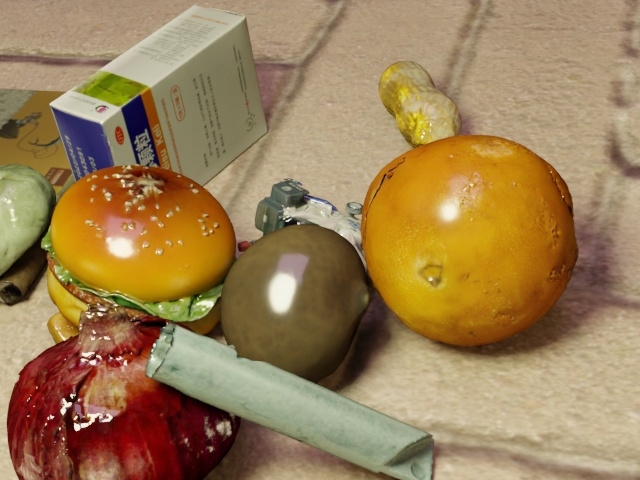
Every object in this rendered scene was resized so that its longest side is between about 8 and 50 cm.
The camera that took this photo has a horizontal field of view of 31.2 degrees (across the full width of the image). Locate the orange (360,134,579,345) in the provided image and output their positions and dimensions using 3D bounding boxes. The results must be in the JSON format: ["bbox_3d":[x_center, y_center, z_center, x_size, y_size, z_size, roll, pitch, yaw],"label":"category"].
[{"bbox_3d":[0.165,-0.002,1.274,0.240,0.240,0.240,-7,38,5],"label":"orange"}]

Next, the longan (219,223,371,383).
[{"bbox_3d":[-0.029,0.074,1.275,0.189,0.189,0.189,-7,38,5],"label":"longan"}]

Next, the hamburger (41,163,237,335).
[{"bbox_3d":[-0.206,0.005,1.364,0.246,0.170,0.246,8,30,-5],"label":"hamburger"}]

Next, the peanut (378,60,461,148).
[{"bbox_3d":[0.142,-0.190,1.634,0.087,0.087,0.206,-16,37,-6],"label":"peanut"}]

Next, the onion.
[{"bbox_3d":[-0.205,0.164,1.167,0.252,0.219,0.252,-4,30,3],"label":"onion"}]

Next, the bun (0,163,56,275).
[{"bbox_3d":[-0.448,-0.025,1.497,0.204,0.126,0.212,-41,19,-1],"label":"bun"}]

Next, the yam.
[{"bbox_3d":[-0.359,-0.030,1.590,0.045,0.045,0.326,26,41,-2],"label":"yam"}]

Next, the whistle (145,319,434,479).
[{"bbox_3d":[-0.020,0.165,1.125,0.312,0.062,0.062,26,35,-18],"label":"whistle"}]

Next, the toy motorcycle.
[{"bbox_3d":[0.000,0.000,1.428,0.150,0.102,0.221,-16,36,-41],"label":"toy motorcycle"}]

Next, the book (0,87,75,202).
[{"bbox_3d":[-0.508,-0.159,1.795,0.389,0.032,0.269,5,42,20],"label":"book"}]

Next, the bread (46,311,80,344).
[{"bbox_3d":[-0.279,0.101,1.396,0.103,0.049,0.062,-33,74,-28],"label":"bread"}]

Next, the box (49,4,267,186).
[{"bbox_3d":[-0.214,-0.171,1.602,0.106,0.200,0.299,20,47,31],"label":"box"}]
